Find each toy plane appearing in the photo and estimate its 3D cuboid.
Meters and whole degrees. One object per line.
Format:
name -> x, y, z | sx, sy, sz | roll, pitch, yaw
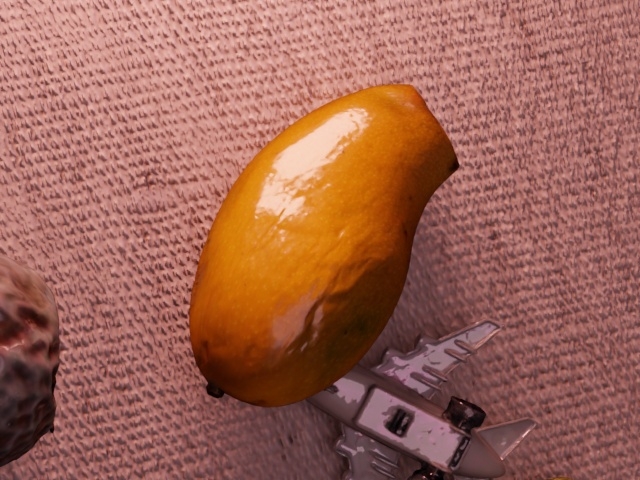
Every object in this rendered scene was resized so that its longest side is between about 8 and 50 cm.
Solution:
toy plane -> 0.079, 0.171, 1.679 | 0.255, 0.101, 0.251 | 28, 91, -14

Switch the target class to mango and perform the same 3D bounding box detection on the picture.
mango -> -0.003, -0.003, 1.631 | 0.187, 0.144, 0.359 | 23, 66, 7

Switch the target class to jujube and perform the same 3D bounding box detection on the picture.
jujube -> -0.374, 0.103, 1.488 | 0.317, 0.226, 0.226 | 4, 87, -22

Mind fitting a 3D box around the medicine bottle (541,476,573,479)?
medicine bottle -> 0.256, 0.356, 1.720 | 0.124, 0.124, 0.239 | -35, 99, -16
